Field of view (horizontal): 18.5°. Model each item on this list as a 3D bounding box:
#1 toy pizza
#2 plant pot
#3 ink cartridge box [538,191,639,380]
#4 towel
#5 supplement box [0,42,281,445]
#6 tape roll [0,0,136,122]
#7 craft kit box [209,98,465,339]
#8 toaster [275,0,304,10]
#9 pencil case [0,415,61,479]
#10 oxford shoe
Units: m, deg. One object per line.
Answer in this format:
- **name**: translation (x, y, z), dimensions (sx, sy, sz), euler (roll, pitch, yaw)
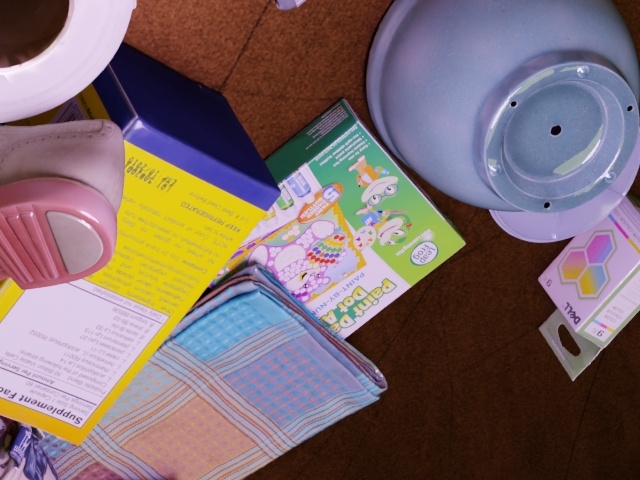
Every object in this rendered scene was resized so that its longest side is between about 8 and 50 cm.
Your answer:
- **toy pizza**: translation (0.278, -0.088, 2.269), dimensions (0.201, 0.032, 0.201), euler (-12, 125, -17)
- **plant pot**: translation (0.217, -0.148, 2.065), dimensions (0.293, 0.196, 0.293), euler (-9, 121, -16)
- **ink cartridge box**: translation (0.331, 0.053, 2.353), dimensions (0.062, 0.109, 0.209), euler (27, 111, -37)
- **towel**: translation (-0.139, 0.197, 2.252), dimensions (0.370, 0.040, 0.271), euler (-34, 132, 16)
- **supplement box**: translation (-0.243, -0.003, 1.986), dimensions (0.194, 0.195, 0.356), euler (27, 110, -37)
- **tape roll**: translation (-0.307, -0.251, 1.782), dimensions (0.246, 0.169, 0.246), euler (-12, 129, -15)
- **craft kit box**: translation (0.000, 0.000, 2.197), dimensions (0.250, 0.061, 0.246), euler (-39, 134, 7)
- **toaster**: translation (-0.031, -0.343, 1.870), dimensions (0.146, 0.129, 0.227), euler (-33, 130, -3)
- **pencil case**: translation (-0.332, 0.320, 2.181), dimensions (0.183, 0.160, 0.410), euler (-45, 145, -18)
- **oxford shoe**: translation (-0.356, -0.029, 1.838), dimensions (0.397, 0.146, 0.140), euler (-4, 139, 19)
